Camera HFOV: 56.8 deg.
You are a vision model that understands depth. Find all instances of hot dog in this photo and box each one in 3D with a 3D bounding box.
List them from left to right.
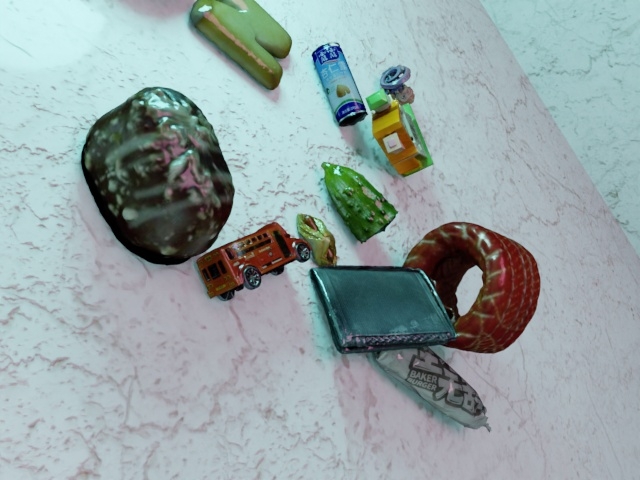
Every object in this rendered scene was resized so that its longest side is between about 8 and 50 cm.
[{"bbox_3d":[0.001,-0.001,1.469,0.169,0.061,0.078,56,41,-8],"label":"hot dog"}]

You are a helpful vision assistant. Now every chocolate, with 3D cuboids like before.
[{"bbox_3d":[-0.287,-0.136,1.120,0.225,0.210,0.340,-21,85,-52],"label":"chocolate"}]

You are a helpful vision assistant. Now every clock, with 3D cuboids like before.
[{"bbox_3d":[0.228,-0.324,1.802,0.255,0.106,0.220,2,67,-66],"label":"clock"}]

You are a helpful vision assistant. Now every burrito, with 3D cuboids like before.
[{"bbox_3d":[0.309,0.375,1.565,0.445,0.101,0.139,40,33,-22],"label":"burrito"}]

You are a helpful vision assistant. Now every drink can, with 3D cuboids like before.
[{"bbox_3d":[0.057,-0.462,1.758,0.097,0.097,0.235,-13,80,-50],"label":"drink can"}]

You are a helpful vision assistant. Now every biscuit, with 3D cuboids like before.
[{"bbox_3d":[-0.198,-0.557,1.564,0.290,0.062,0.237,39,45,-28],"label":"biscuit"}]

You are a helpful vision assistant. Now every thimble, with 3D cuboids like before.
[{"bbox_3d":[0.403,0.129,1.627,0.230,0.350,0.350,19,56,-42],"label":"thimble"}]

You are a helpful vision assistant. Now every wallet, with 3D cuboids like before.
[{"bbox_3d":[0.151,0.165,1.465,0.342,0.075,0.237,1,50,-30],"label":"wallet"}]

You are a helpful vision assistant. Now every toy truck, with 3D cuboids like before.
[{"bbox_3d":[-0.135,0.036,1.265,0.252,0.107,0.114,-27,90,-50],"label":"toy truck"}]

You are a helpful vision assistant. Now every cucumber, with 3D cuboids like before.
[{"bbox_3d":[0.088,-0.119,1.592,0.244,0.134,0.134,47,41,-3],"label":"cucumber"}]

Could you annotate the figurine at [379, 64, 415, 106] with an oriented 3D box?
[{"bbox_3d":[0.261,-0.525,2.019,0.126,0.114,0.157,-60,152,-12],"label":"figurine"}]
